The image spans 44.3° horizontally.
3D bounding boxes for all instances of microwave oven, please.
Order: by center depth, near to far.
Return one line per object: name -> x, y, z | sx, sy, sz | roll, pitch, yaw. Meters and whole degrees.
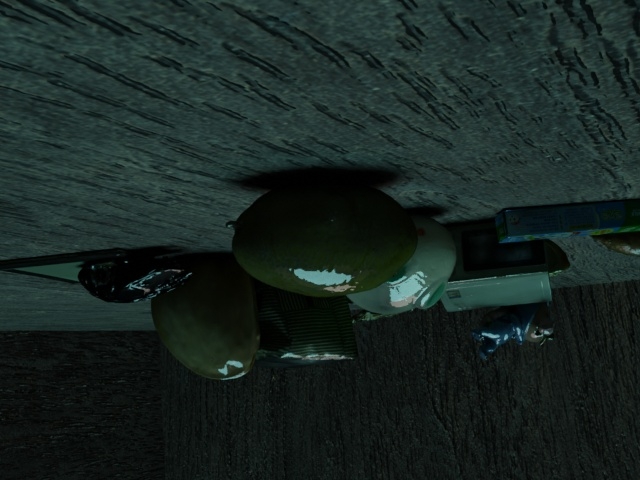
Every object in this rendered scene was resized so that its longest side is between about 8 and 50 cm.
microwave oven -> 0.319, 0.041, 1.466 | 0.204, 0.129, 0.163 | -7, 153, 15

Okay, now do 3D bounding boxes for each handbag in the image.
handbag -> -0.076, 0.160, 1.739 | 0.247, 0.240, 0.340 | 2, 170, -24

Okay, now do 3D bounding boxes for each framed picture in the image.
framed picture -> -0.457, 0.056, 1.588 | 0.264, 0.016, 0.347 | -6, 171, 9

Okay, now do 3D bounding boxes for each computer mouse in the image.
computer mouse -> -0.353, 0.078, 1.487 | 0.241, 0.078, 0.146 | -8, 172, 21

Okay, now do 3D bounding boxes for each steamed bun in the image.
steamed bun -> 0.123, 0.049, 1.320 | 0.177, 0.131, 0.228 | 33, 142, -31

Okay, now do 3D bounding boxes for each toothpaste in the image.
toothpaste -> 0.439, -0.035, 1.352 | 0.266, 0.050, 0.065 | -5, 169, -4

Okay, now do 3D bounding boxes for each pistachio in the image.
pistachio -> -0.230, 0.156, 1.584 | 0.212, 0.261, 0.163 | -15, 160, 7

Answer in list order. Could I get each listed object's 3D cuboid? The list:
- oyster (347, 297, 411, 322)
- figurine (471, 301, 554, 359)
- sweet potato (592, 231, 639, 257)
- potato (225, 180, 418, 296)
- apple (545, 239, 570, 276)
oyster -> 0.157, 0.121, 1.891 | 0.162, 0.158, 0.351 | -44, 176, -30
figurine -> 0.383, 0.168, 1.517 | 0.178, 0.114, 0.144 | -31, -137, -20
sweet potato -> 0.709, -0.002, 1.637 | 0.269, 0.075, 0.074 | -8, 171, 21
potato -> 0.000, 0.000, 1.003 | 0.251, 0.159, 0.174 | 9, 143, -25
apple -> 0.377, 0.048, 1.636 | 0.264, 0.120, 0.193 | -15, 175, 14
